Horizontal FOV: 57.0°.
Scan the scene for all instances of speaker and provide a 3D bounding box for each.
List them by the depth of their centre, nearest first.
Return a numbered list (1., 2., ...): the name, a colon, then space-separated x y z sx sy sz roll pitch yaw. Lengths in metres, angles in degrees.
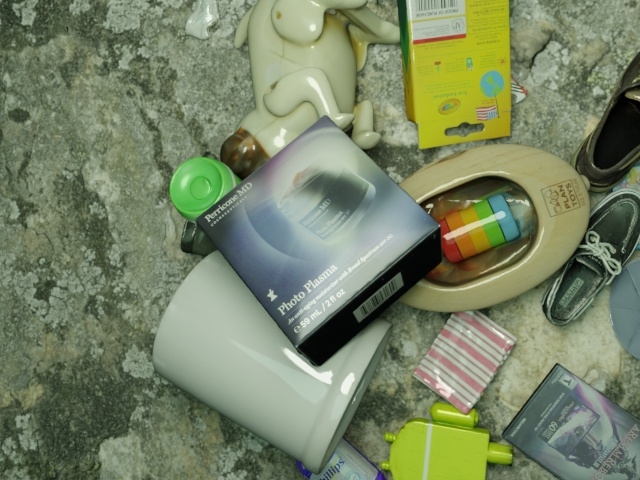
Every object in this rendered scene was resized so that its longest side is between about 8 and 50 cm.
1. speaker: -0.182 -0.064 1.170 0.131 0.296 0.131 -3 77 13

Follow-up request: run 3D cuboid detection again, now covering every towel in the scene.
1. towel: 0.302 0.245 1.239 0.144 0.029 0.197 35 98 25

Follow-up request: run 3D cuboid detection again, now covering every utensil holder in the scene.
1. utensil holder: -0.095 0.232 1.202 0.385 0.327 0.328 25 96 14

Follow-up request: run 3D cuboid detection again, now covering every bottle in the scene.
1. bottle: 0.009 0.476 1.296 0.283 0.092 0.118 41 100 9

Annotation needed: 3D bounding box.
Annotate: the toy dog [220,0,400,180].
1. toy dog: -0.061 -0.294 1.206 0.395 0.284 0.408 18 96 19

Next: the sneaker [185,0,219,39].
1. sneaker: -0.256 -0.537 1.361 0.061 0.054 0.152 26 103 2

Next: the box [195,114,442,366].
1. box: 0.000 0.000 1.013 0.296 0.183 0.294 -40 65 -5

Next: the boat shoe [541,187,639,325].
1. boat shoe: 0.534 0.034 1.153 0.113 0.105 0.306 38 102 16

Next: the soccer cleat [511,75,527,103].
1. soccer cleat: 0.392 -0.322 1.225 0.035 0.029 0.083 -44 87 6

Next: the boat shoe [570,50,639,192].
1. boat shoe: 0.615 -0.251 1.117 0.132 0.130 0.355 30 93 12

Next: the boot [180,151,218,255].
1. boot: -0.220 -0.071 1.358 0.161 0.083 0.247 10 93 0

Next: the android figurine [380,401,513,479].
1. android figurine: 0.263 0.472 1.248 0.272 0.056 0.248 4 87 18

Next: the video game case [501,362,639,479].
1. video game case: 0.546 0.411 1.208 0.274 0.026 0.196 36 99 11

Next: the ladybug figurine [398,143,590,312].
1. ladybug figurine: 0.310 -0.025 1.181 0.449 0.162 0.305 -19 88 13

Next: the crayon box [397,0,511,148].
1. crayon box: 0.267 -0.356 1.171 0.202 0.081 0.319 -8 108 -5

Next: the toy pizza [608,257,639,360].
1. toy pizza: 0.625 0.131 1.108 0.032 0.201 0.201 0 91 -16

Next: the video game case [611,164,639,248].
1. video game case: 0.652 -0.070 1.178 0.119 0.015 0.166 -9 89 13
